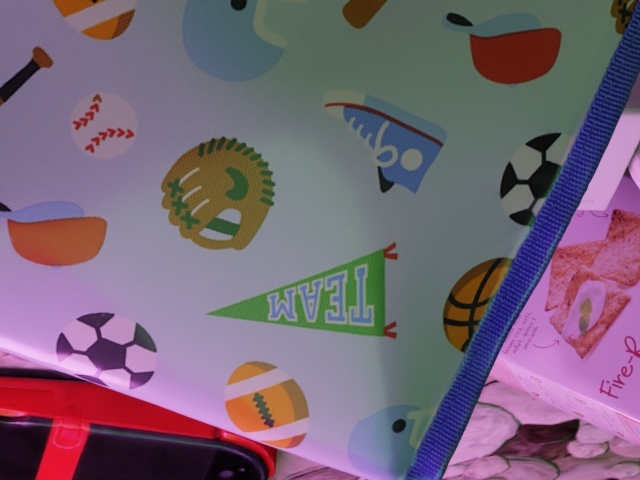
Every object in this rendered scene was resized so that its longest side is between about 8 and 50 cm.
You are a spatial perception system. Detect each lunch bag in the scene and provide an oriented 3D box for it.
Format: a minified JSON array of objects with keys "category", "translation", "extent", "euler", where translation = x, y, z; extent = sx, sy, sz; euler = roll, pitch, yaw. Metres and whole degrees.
[{"category":"lunch bag","translation":[-0.022,-0.125,0.825],"extent":[0.327,0.239,0.385],"euler":[19,108,-15]}]

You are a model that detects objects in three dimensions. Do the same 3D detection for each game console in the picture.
[{"category":"game console","translation":[-0.235,0.235,1.464],"extent":[0.342,0.060,0.386],"euler":[9,139,-14]}]

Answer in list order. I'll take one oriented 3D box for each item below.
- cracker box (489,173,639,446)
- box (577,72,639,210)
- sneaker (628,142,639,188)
[{"category":"cracker box","translation":[0.209,0.046,1.119],"extent":[0.232,0.156,0.067],"euler":[23,164,40]},{"category":"box","translation":[0.143,-0.081,1.087],"extent":[0.101,0.087,0.102],"euler":[0,142,-12]},{"category":"sneaker","translation":[0.308,-0.121,1.037],"extent":[0.292,0.110,0.118],"euler":[-32,158,18]}]
